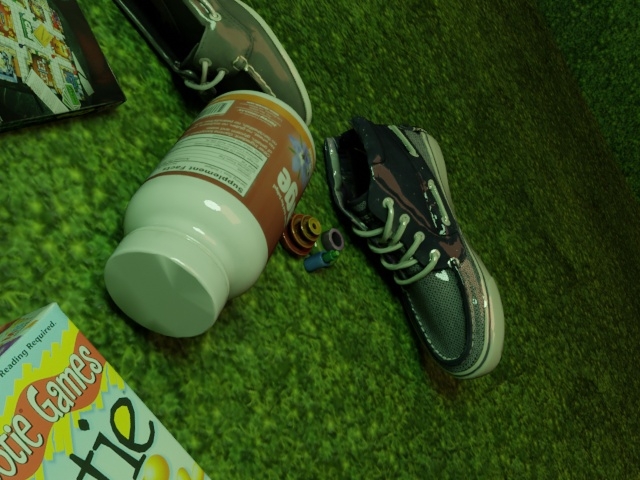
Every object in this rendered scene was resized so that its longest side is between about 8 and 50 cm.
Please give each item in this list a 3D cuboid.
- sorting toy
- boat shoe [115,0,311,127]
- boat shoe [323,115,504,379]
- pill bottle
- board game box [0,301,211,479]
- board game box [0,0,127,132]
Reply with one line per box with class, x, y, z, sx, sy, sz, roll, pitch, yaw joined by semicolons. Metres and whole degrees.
sorting toy;0.000;0.000;0.757;0.102;0.042;0.061;15;60;-49
boat shoe;-0.143;-0.216;0.648;0.335;0.112;0.095;53;54;-11
boat shoe;0.100;0.006;0.836;0.158;0.127;0.340;7;58;-44
pill bottle;-0.089;-0.026;0.586;0.121;0.121;0.216;50;39;-23
board game box;-0.136;0.196;0.379;0.275;0.142;0.144;54;37;-17
board game box;-0.264;-0.214;0.541;0.136;0.030;0.259;-31;97;-53
